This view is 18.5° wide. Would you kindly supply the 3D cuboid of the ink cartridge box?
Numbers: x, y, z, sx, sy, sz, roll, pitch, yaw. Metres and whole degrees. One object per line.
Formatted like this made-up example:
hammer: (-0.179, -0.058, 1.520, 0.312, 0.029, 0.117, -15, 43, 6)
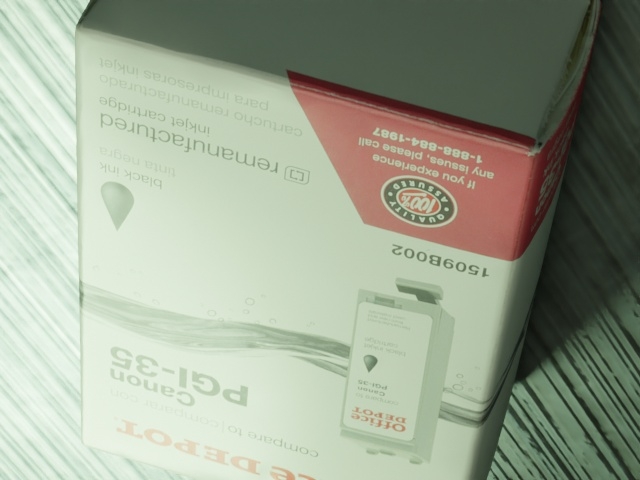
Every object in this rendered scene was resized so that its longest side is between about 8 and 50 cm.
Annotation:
ink cartridge box: (0.000, 0.000, 0.920, 0.207, 0.117, 0.283, 15, 136, 9)
